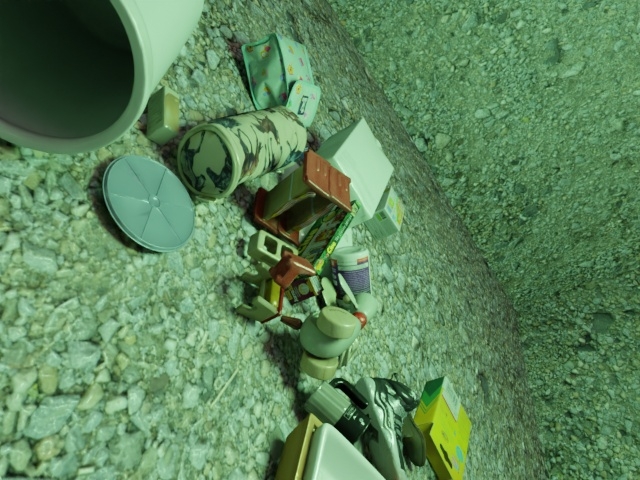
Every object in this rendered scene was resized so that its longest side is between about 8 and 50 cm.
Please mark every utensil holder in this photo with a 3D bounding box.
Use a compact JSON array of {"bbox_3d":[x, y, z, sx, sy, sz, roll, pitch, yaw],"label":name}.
[{"bbox_3d":[-0.375,-0.375,0.758,0.327,0.328,0.385,47,30,-30],"label":"utensil holder"}]

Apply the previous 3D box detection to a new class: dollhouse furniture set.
[{"bbox_3d":[-0.050,-0.001,1.096,0.152,0.201,0.373,32,44,-33],"label":"dollhouse furniture set"}]

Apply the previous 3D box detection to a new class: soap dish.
[{"bbox_3d":[0.022,0.516,0.920,0.290,0.118,0.228,51,32,-23],"label":"soap dish"}]

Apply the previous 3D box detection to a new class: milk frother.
[{"bbox_3d":[0.028,0.398,1.071,0.135,0.143,0.129,39,21,13],"label":"milk frother"}]

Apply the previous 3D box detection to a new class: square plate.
[{"bbox_3d":[0.005,-0.046,1.436,0.344,0.049,0.347,39,37,-39],"label":"square plate"}]

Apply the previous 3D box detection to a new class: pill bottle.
[{"bbox_3d":[0.088,0.120,1.335,0.108,0.108,0.193,-28,115,-63],"label":"pill bottle"}]

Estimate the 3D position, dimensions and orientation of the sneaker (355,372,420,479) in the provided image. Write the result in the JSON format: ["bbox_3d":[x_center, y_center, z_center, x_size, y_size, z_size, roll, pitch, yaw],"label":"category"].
[{"bbox_3d":[0.196,0.472,1.226,0.153,0.101,0.268,-5,65,-29],"label":"sneaker"}]

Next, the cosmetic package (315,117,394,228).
[{"bbox_3d":[0.086,-0.209,1.481,0.217,0.156,0.385,57,30,-15],"label":"cosmetic package"}]

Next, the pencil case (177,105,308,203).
[{"bbox_3d":[-0.172,-0.214,1.145,0.410,0.160,0.183,-43,131,-61],"label":"pencil case"}]

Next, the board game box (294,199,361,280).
[{"bbox_3d":[0.000,0.000,1.218,0.030,0.136,0.259,49,48,-19],"label":"board game box"}]

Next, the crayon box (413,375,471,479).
[{"bbox_3d":[0.388,0.607,1.525,0.202,0.081,0.318,63,27,-3],"label":"crayon box"}]

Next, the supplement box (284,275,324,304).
[{"bbox_3d":[-0.042,0.118,1.179,0.054,0.083,0.043,64,28,0],"label":"supplement box"}]

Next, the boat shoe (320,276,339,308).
[{"bbox_3d":[0.021,0.166,1.298,0.049,0.042,0.132,-2,68,-39],"label":"boat shoe"}]

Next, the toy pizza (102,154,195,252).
[{"bbox_3d":[-0.323,-0.068,0.903,0.201,0.032,0.201,39,37,-38],"label":"toy pizza"}]

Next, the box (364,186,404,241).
[{"bbox_3d":[0.246,-0.105,1.843,0.114,0.103,0.203,55,29,-18],"label":"box"}]

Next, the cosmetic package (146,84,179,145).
[{"bbox_3d":[-0.335,-0.266,1.016,0.041,0.060,0.115,29,45,-49],"label":"cosmetic package"}]

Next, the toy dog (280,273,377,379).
[{"bbox_3d":[0.019,0.190,1.135,0.161,0.220,0.334,28,0,15],"label":"toy dog"}]

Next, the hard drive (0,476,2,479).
[{"bbox_3d":[-0.450,0.202,0.449,0.210,0.040,0.318,-19,85,-63],"label":"hard drive"}]

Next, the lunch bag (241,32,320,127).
[{"bbox_3d":[-0.110,-0.481,1.485,0.223,0.160,0.262,-24,100,-66],"label":"lunch bag"}]

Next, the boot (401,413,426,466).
[{"bbox_3d":[0.220,0.534,1.329,0.106,0.082,0.219,-9,79,-39],"label":"boot"}]
